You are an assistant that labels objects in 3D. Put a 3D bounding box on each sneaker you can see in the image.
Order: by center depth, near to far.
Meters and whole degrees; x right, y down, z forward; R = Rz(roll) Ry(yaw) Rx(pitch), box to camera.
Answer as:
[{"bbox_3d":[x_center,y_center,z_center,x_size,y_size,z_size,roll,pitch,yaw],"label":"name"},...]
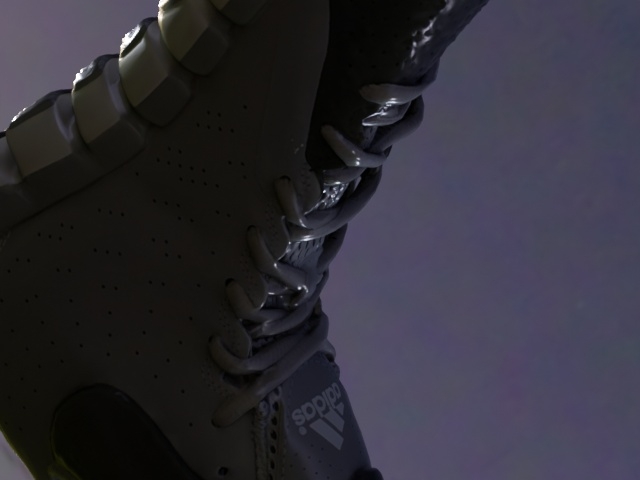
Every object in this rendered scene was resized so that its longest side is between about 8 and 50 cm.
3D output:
[{"bbox_3d":[0.000,0.000,0.479,0.229,0.086,0.132,-34,-98,33],"label":"sneaker"}]
